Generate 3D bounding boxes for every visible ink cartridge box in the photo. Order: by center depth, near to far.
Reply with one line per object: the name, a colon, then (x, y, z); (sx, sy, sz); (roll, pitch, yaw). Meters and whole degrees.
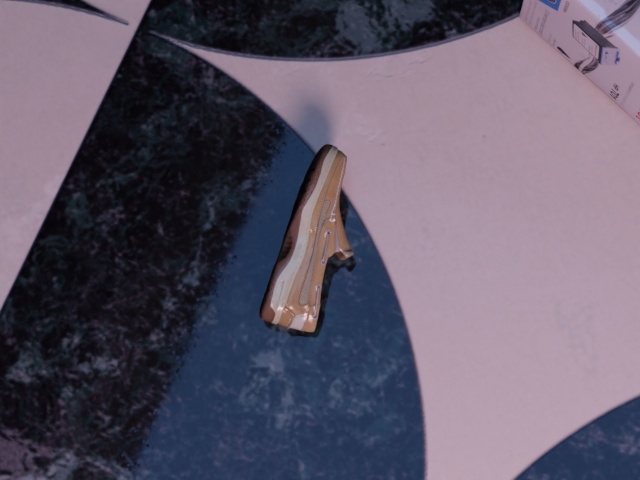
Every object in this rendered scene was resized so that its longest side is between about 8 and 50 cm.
ink cartridge box: (0.298, -0.212, 1.332); (0.082, 0.139, 0.190); (-42, 78, -7)

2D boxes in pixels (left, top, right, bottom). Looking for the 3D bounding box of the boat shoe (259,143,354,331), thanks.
boat shoe: (0.000, 0.000, 1.351); (0.072, 0.068, 0.190); (19, 89, -4)
